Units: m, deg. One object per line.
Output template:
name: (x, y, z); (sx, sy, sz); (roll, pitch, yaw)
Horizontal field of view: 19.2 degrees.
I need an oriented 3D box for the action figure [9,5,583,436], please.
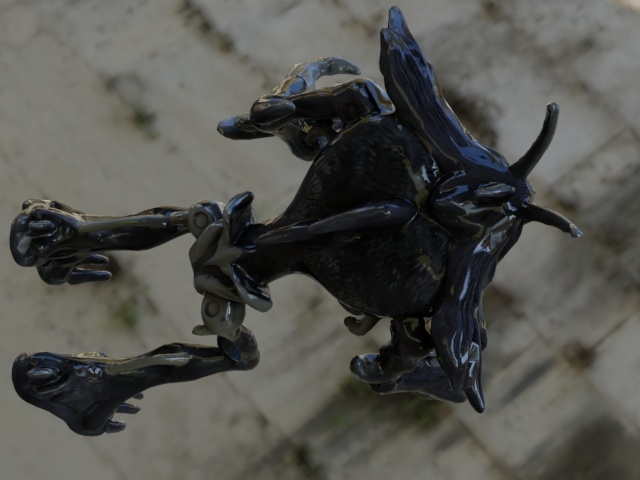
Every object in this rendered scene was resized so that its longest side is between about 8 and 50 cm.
action figure: (0.000, 0.000, 0.797); (0.276, 0.141, 0.164); (-14, -91, 31)
